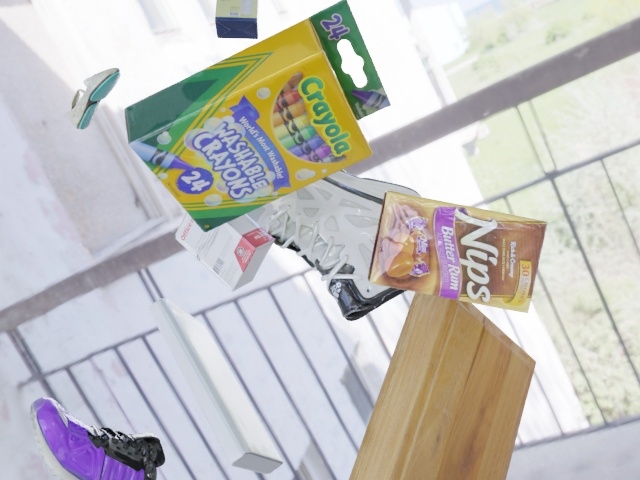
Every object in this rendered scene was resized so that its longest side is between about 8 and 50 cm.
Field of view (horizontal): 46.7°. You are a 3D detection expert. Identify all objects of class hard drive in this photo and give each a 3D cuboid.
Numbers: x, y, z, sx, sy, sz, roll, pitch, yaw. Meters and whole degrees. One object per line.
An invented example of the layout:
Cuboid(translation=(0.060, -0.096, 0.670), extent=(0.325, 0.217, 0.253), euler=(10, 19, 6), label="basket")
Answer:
Cuboid(translation=(-0.181, 0.256, 1.291), extent=(0.040, 0.308, 0.203), euler=(-35, -25, -1), label="hard drive")

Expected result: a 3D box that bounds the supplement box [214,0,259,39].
Cuboid(translation=(-0.162, -0.447, 1.457), extent=(0.083, 0.083, 0.056), euler=(2, -23, -2), label="supplement box")

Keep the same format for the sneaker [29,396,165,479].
Cuboid(translation=(-0.326, 0.335, 1.159), extent=(0.146, 0.294, 0.102), euler=(-33, 23, -12), label="sneaker")

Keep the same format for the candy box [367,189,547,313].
Cuboid(translation=(0.156, 0.012, 0.859), extent=(0.186, 0.109, 0.053), euler=(10, 3, 1), label="candy box")

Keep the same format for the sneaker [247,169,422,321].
Cuboid(translation=(0.001, 0.000, 1.347), extent=(0.447, 0.258, 0.169), euler=(10, -32, -20), label="sneaker")

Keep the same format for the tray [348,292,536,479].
Cuboid(translation=(0.144, 0.286, 0.925), extent=(0.076, 0.202, 0.411), euler=(-10, 48, 50), label="tray")

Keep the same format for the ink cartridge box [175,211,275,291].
Cuboid(translation=(-0.152, -0.003, 1.170), extent=(0.056, 0.135, 0.099), euler=(-28, -25, -53), label="ink cartridge box")

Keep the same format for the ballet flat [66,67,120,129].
Cuboid(translation=(-0.445, -0.283, 1.431), extent=(0.168, 0.052, 0.057), euler=(-45, -4, 31), label="ballet flat")

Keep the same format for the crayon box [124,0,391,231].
Cuboid(translation=(-0.068, -0.156, 0.997), extent=(0.322, 0.203, 0.083), euler=(-25, 50, 8), label="crayon box")
